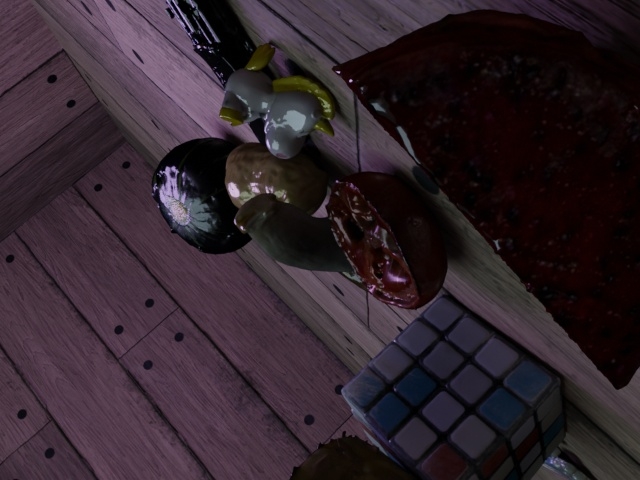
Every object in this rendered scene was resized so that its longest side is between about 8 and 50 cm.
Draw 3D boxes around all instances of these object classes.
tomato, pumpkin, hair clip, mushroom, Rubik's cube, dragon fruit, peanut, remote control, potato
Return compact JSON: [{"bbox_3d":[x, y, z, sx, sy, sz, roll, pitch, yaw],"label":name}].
[{"bbox_3d":[0.106,-0.008,0.931,0.228,0.101,0.228,49,162,22],"label":"tomato"},{"bbox_3d":[-0.248,-0.121,1.567,0.296,0.296,0.296,45,168,13],"label":"pumpkin"},{"bbox_3d":[0.419,0.386,1.214,0.220,0.054,0.140,46,162,-7],"label":"hair clip"},{"bbox_3d":[-0.002,0.002,1.062,0.351,0.109,0.097,14,-151,-47],"label":"mushroom"},{"bbox_3d":[0.230,0.296,1.068,0.259,0.256,0.253,36,163,39],"label":"Rubik's cube"},{"bbox_3d":[0.158,-0.072,0.480,0.317,0.152,0.205,43,-169,-22],"label":"dragon fruit"},{"bbox_3d":[-0.092,-0.107,1.181,0.148,0.147,0.318,55,166,-30],"label":"peanut"},{"bbox_3d":[-0.155,-0.300,0.995,0.144,0.062,0.399,28,157,56],"label":"remote control"},{"bbox_3d":[0.100,0.454,0.918,0.237,0.301,0.288,12,-179,36],"label":"potato"}]

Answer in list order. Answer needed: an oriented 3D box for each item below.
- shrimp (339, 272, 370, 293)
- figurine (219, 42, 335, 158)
[{"bbox_3d":[0.062,0.029,1.311,0.253,0.058,0.173,42,159,13],"label":"shrimp"},{"bbox_3d":[-0.057,-0.189,0.906,0.178,0.109,0.130,38,122,15],"label":"figurine"}]
